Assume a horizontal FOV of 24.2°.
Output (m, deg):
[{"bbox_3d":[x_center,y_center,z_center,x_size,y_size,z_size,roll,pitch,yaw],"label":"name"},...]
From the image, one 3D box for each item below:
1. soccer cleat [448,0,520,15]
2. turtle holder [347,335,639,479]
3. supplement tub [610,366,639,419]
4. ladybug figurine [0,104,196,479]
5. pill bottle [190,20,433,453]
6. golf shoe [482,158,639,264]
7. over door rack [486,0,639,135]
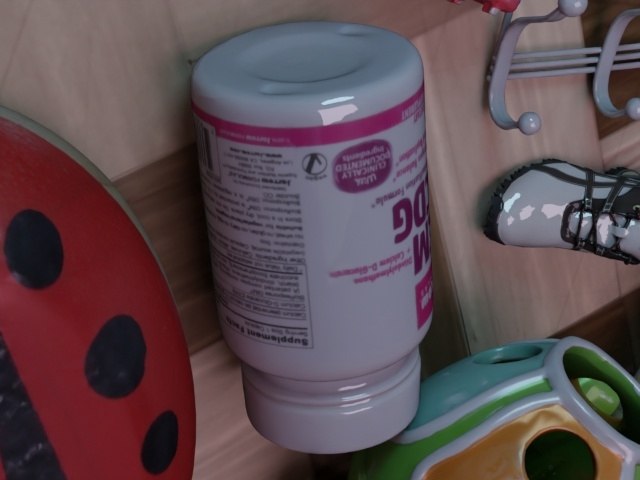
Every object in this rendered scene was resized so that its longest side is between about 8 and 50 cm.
[{"bbox_3d":[0.070,-0.245,1.055,0.248,0.083,0.095,30,90,-35],"label":"soccer cleat"},{"bbox_3d":[0.175,0.198,1.197,0.320,0.243,0.227,10,126,-51],"label":"turtle holder"},{"bbox_3d":[0.421,0.126,1.342,0.235,0.235,0.325,28,96,-37],"label":"supplement tub"},{"bbox_3d":[-0.220,0.112,0.989,0.305,0.162,0.449,-28,124,-18],"label":"ladybug figurine"},{"bbox_3d":[0.000,0.000,1.073,0.160,0.160,0.283,-18,121,-24],"label":"pill bottle"},{"bbox_3d":[0.232,-0.021,1.249,0.198,0.094,0.077,-6,116,-28],"label":"golf shoe"},{"bbox_3d":[0.261,-0.244,1.152,0.239,0.108,0.324,-9,116,-29],"label":"over door rack"}]
